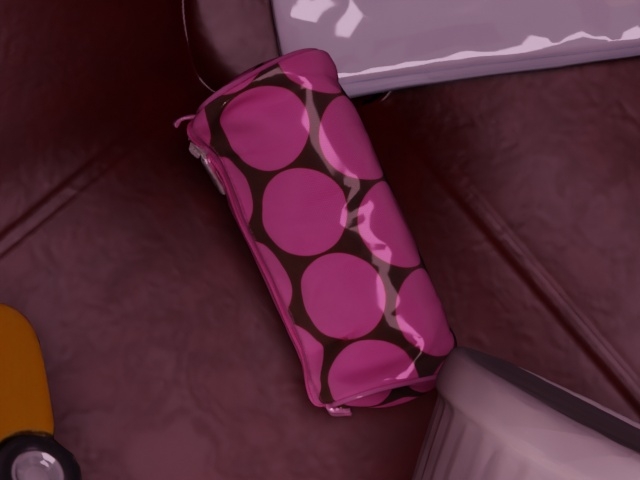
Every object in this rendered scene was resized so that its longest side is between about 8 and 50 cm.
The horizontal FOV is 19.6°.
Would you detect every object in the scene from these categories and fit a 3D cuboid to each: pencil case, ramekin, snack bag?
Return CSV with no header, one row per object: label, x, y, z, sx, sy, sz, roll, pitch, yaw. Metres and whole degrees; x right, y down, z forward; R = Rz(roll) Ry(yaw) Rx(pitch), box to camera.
pencil case,0.000,0.000,1.059,0.098,0.095,0.209,-25,88,-10
ramekin,0.164,0.169,0.976,0.273,0.273,0.127,25,92,-3
snack bag,0.099,-0.259,1.134,0.323,0.037,0.343,-8,83,-8

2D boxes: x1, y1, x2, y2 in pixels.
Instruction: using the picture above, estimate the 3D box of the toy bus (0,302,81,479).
toy bus,-0.198,0.192,0.930,0.130,0.108,0.333,12,53,-23
